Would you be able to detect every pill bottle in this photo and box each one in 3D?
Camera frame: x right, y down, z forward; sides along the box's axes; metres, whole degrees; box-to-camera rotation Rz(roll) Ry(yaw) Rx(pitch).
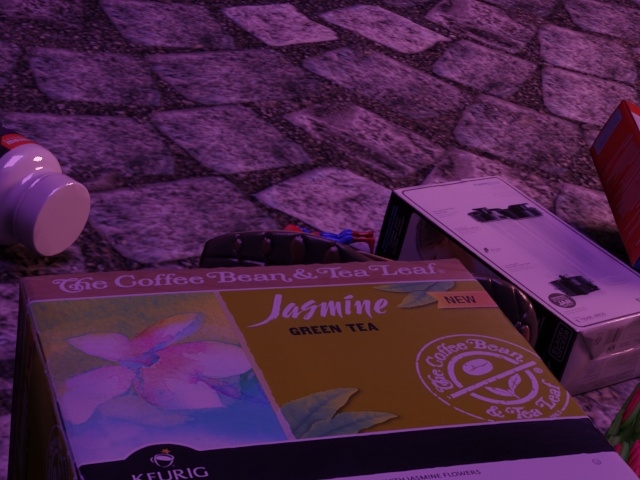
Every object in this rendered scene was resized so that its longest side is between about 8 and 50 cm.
[{"bbox_3d":[-0.326,-0.060,1.392,0.193,0.108,0.108,28,31,24],"label":"pill bottle"}]

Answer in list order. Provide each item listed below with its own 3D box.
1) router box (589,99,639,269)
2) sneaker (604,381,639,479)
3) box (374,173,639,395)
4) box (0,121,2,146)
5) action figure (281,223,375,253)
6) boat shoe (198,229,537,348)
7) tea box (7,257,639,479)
[{"bbox_3d":[0.491,-0.002,1.614,0.335,0.082,0.301,26,25,-13],"label":"router box"},{"bbox_3d":[0.346,0.210,1.188,0.202,0.185,0.483,38,34,5],"label":"sneaker"},{"bbox_3d":[0.214,0.040,1.484,0.169,0.087,0.290,-10,37,-39],"label":"box"},{"bbox_3d":[-0.420,0.034,1.097,0.313,0.179,0.343,6,29,-13],"label":"box"},{"bbox_3d":[0.000,0.000,1.522,0.115,0.030,0.038,7,23,-4],"label":"action figure"},{"bbox_3d":[0.039,0.069,1.342,0.324,0.122,0.120,14,-3,-6],"label":"boat shoe"},{"bbox_3d":[-0.013,0.184,0.890,0.329,0.220,0.323,-2,30,-22],"label":"tea box"}]
